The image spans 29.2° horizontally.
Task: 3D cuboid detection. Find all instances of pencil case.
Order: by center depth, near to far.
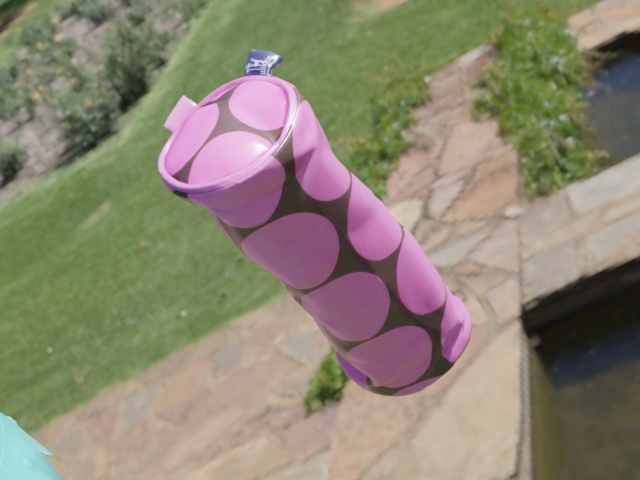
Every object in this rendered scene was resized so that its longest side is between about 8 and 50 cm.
[{"bbox_3d":[0.000,0.000,0.680,0.098,0.209,0.095,13,61,46],"label":"pencil case"}]

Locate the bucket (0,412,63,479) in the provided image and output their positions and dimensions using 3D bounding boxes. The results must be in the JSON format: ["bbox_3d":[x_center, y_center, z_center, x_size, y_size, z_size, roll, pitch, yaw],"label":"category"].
[{"bbox_3d":[-0.290,0.149,0.634,0.281,0.183,0.281,-30,27,18],"label":"bucket"}]
